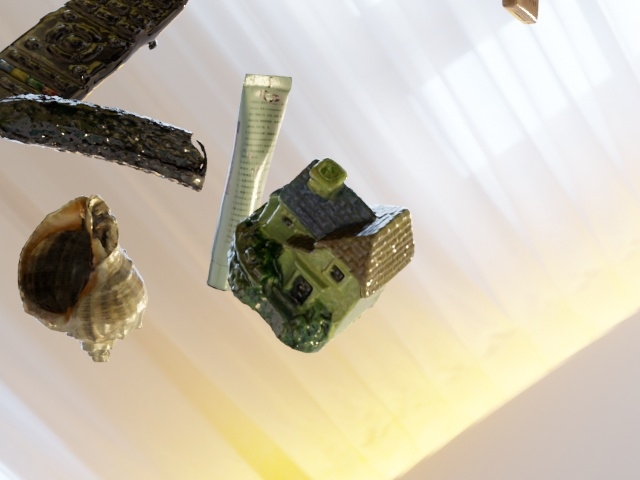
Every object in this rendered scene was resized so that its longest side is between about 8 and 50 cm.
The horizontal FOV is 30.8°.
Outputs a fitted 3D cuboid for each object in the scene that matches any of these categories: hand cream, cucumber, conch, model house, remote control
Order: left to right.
[{"bbox_3d":[-0.325,-0.268,1.591,0.144,0.062,0.399,30,-129,13],"label":"remote control"},{"bbox_3d":[-0.412,0.070,2.059,0.210,0.291,0.159,-2,176,3],"label":"conch"},{"bbox_3d":[-0.239,-0.115,1.250,0.067,0.245,0.067,-164,-90,-74],"label":"cucumber"},{"bbox_3d":[-0.108,-0.083,1.717,0.058,0.085,0.331,37,-61,47],"label":"hand cream"},{"bbox_3d":[0.000,0.000,1.536,0.195,0.214,0.189,-31,166,-46],"label":"model house"}]

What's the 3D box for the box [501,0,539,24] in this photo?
[{"bbox_3d":[0.264,-0.315,1.520,0.025,0.115,0.048,8,-90,24],"label":"box"}]
